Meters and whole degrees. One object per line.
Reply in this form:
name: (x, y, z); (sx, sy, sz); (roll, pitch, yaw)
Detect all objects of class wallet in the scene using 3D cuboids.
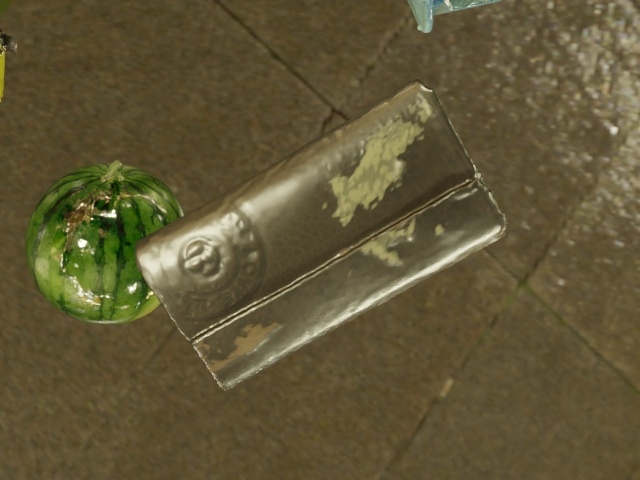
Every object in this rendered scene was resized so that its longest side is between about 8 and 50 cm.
wallet: (0.000, 0.000, 1.248); (0.321, 0.044, 0.170); (-29, 101, 9)

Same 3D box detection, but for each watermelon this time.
watermelon: (-0.245, -0.008, 1.555); (0.188, 0.188, 0.214); (-9, 123, -27)

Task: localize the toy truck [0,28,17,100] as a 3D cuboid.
toy truck: (-0.322, -0.203, 1.120); (0.136, 0.111, 0.286); (-51, 165, -30)

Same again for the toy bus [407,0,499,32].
toy bus: (0.120, -0.361, 1.230); (0.190, 0.312, 0.152); (-16, 149, -6)
